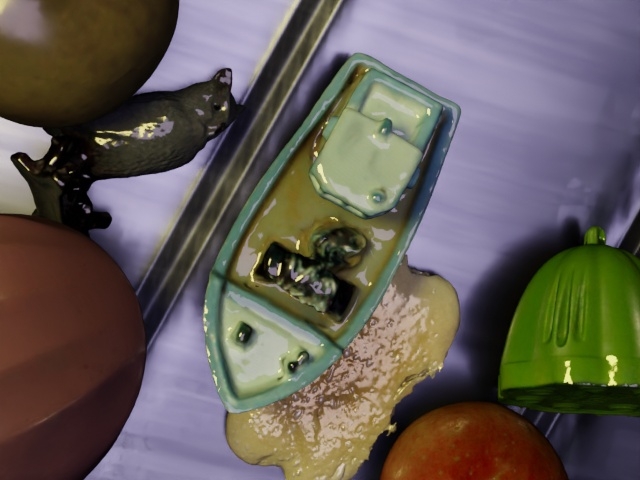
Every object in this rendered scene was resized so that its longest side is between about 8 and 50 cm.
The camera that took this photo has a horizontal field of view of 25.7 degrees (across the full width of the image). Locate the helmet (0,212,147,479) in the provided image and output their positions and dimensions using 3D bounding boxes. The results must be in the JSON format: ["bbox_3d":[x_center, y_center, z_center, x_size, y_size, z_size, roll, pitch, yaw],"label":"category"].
[{"bbox_3d":[-0.279,0.093,1.103,0.197,0.338,0.271,-40,67,34],"label":"helmet"}]

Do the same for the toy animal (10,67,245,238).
[{"bbox_3d":[-0.171,-0.092,1.244,0.210,0.121,0.117,-34,57,-19],"label":"toy animal"}]

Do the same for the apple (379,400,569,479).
[{"bbox_3d":[0.137,0.239,1.276,0.181,0.168,0.181,-2,104,-9],"label":"apple"}]

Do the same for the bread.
[{"bbox_3d":[0.006,0.110,1.305,0.182,0.039,0.251,36,92,-12],"label":"bread"}]

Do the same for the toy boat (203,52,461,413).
[{"bbox_3d":[0.000,0.000,1.213,0.145,0.133,0.332,29,85,-2],"label":"toy boat"}]

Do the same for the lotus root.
[{"bbox_3d":[0.252,0.068,1.283,0.186,0.186,0.186,-1,98,-8],"label":"lotus root"}]

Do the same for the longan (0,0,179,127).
[{"bbox_3d":[-0.218,-0.189,1.147,0.196,0.196,0.220,50,54,-11],"label":"longan"}]
